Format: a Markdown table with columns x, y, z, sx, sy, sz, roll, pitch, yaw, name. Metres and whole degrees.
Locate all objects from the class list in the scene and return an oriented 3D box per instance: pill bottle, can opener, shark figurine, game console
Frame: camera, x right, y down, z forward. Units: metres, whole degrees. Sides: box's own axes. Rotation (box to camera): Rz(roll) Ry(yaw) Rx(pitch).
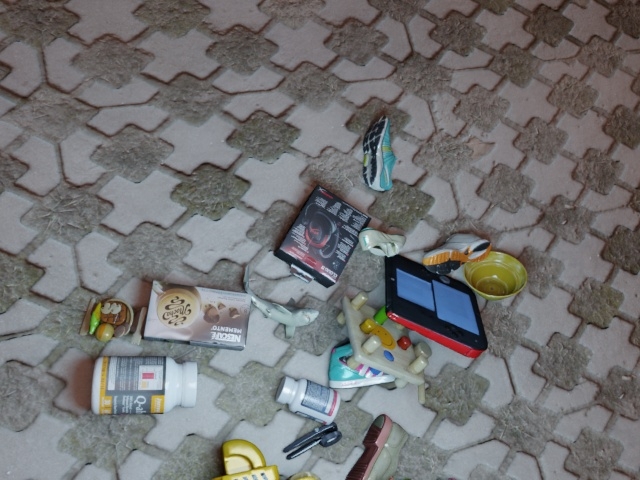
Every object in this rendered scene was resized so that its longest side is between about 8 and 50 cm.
| x | y | z | sx | sy | sz | roll | pitch | yaw | name |
| --- | --- | --- | --- | --- | --- | --- | --- | --- | --- |
| -0.496 | 0.409 | 1.696 | 0.278 | 0.162 | 0.162 | 3 | 75 | -15 | pill bottle |
| -0.040 | 0.484 | 1.834 | 0.180 | 0.108 | 0.108 | 24 | 71 | -9 | pill bottle |
| -0.027 | 0.612 | 1.833 | 0.186 | 0.073 | 0.059 | -19 | 90 | -10 | can opener |
| -0.135 | 0.198 | 1.903 | 0.278 | 0.166 | 0.116 | 27 | 43 | 9 | shark figurine |
| 0.363 | 0.196 | 1.925 | 0.342 | 0.060 | 0.386 | 28 | 26 | -8 | game console |

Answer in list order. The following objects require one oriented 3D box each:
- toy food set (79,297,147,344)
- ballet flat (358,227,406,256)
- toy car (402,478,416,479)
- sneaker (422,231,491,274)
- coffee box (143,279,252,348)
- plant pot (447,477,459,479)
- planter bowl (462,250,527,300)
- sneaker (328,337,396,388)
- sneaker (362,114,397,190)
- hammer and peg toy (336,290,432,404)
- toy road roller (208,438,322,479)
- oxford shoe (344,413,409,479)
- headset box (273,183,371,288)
| x | y | z | sx | sy | sz | roll | pitch | yaw | name |
| --- | --- | --- | --- | --- | --- | --- | --- | --- | --- |
| -0.606 | 0.230 | 1.736 | 0.192 | 0.038 | 0.132 | 7 | 72 | 12 | toy food set |
| 0.214 | 0.017 | 1.993 | 0.248 | 0.086 | 0.086 | 9 | 71 | -48 | ballet flat |
| 0.219 | 0.813 | 1.810 | 0.188 | 0.155 | 0.149 | -9 | 78 | -5 | toy car |
| 0.460 | 0.037 | 2.098 | 0.262 | 0.099 | 0.121 | -12 | 35 | -20 | sneaker |
| -0.366 | 0.231 | 1.801 | 0.297 | 0.119 | 0.168 | 10 | 72 | -13 | coffee box |
| 0.444 | 0.865 | 1.839 | 0.201 | 0.201 | 0.180 | 29 | 86 | -7 | plant pot |
| 0.604 | 0.144 | 2.094 | 0.217 | 0.090 | 0.217 | -3 | 44 | 2 | planter bowl |
| 0.161 | 0.366 | 1.920 | 0.295 | 0.124 | 0.178 | -5 | 87 | -16 | sneaker |
| 0.216 | -0.308 | 2.132 | 0.110 | 0.107 | 0.275 | 13 | 77 | -32 | sneaker |
| 0.227 | 0.320 | 1.802 | 0.361 | 0.127 | 0.266 | 27 | 28 | -26 | hammer and peg toy |
| -0.168 | 0.680 | 1.704 | 0.329 | 0.202 | 0.240 | -7 | 67 | -16 | toy road roller |
| 0.169 | 0.717 | 1.828 | 0.130 | 0.123 | 0.348 | 34 | 71 | -11 | oxford shoe |
| 0.000 | 0.000 | 1.968 | 0.218 | 0.110 | 0.293 | 31 | 70 | -6 | headset box |
